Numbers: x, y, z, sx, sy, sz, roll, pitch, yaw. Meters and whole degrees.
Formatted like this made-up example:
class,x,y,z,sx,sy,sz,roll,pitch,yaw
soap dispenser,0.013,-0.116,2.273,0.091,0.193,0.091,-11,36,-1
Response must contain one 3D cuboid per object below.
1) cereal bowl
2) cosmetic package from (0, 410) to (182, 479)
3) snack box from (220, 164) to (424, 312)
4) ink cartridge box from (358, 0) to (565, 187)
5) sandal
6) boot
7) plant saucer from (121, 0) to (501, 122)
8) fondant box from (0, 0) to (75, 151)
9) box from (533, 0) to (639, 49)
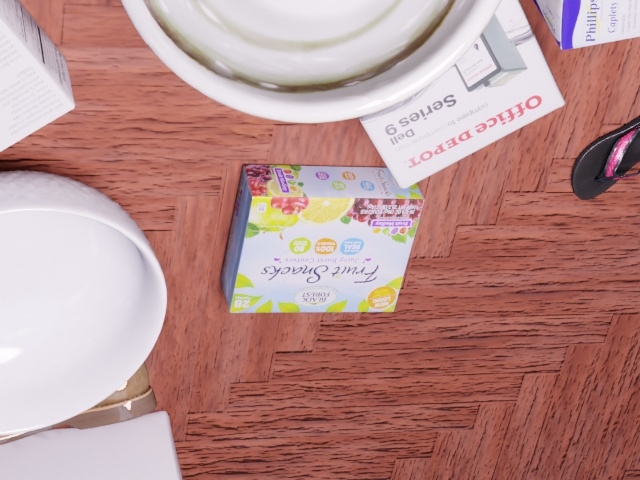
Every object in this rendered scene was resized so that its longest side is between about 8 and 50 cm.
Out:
class,x,y,z,sx,sy,sz,roll,pitch,yaw
cereal bowl,-0.349,0.052,1.979,0.339,0.141,0.339,-12,132,-14
cosmetic package,-0.305,0.483,2.239,0.329,0.327,0.393,-11,130,-7
snack box,0.000,0.000,2.093,0.207,0.070,0.174,2,128,-16
ink cartridge box,0.109,-0.225,1.901,0.211,0.121,0.289,-27,130,7
sandal,0.373,-0.108,2.131,0.179,0.040,0.067,-38,129,16
boot,-0.357,0.178,2.143,0.305,0.112,0.115,-14,101,1
plant saucer,-0.006,-0.312,1.722,0.400,0.100,0.400,0,92,6
fondant box,-0.435,-0.205,1.779,0.238,0.096,0.330,-30,130,9
box,0.301,-0.277,1.911,0.137,0.126,0.072,-11,132,-7
